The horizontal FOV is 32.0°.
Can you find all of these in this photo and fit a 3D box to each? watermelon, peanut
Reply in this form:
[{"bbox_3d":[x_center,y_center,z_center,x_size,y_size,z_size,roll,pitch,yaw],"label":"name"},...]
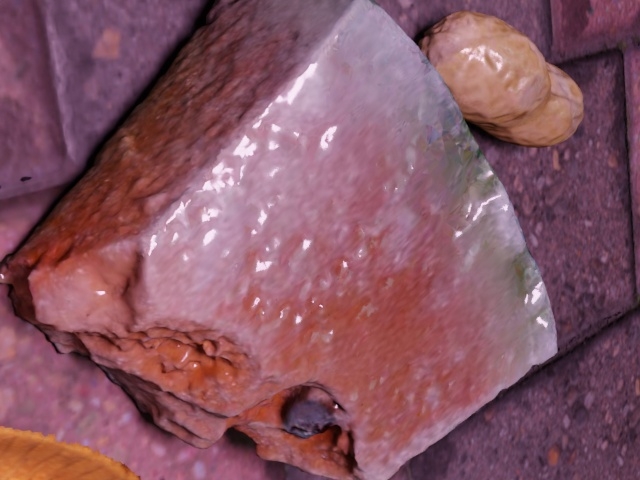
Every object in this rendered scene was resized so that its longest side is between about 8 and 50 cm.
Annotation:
[{"bbox_3d":[0.014,-0.004,0.630,0.302,0.151,0.264,-57,131,-29],"label":"watermelon"},{"bbox_3d":[0.138,-0.113,0.815,0.174,0.080,0.080,19,79,-47],"label":"peanut"}]

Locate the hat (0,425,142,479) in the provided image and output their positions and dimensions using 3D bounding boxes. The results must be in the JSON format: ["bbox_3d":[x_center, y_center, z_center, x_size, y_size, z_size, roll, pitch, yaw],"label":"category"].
[{"bbox_3d":[-0.161,0.233,0.434,0.233,0.244,0.233,-10,114,-40],"label":"hat"}]
